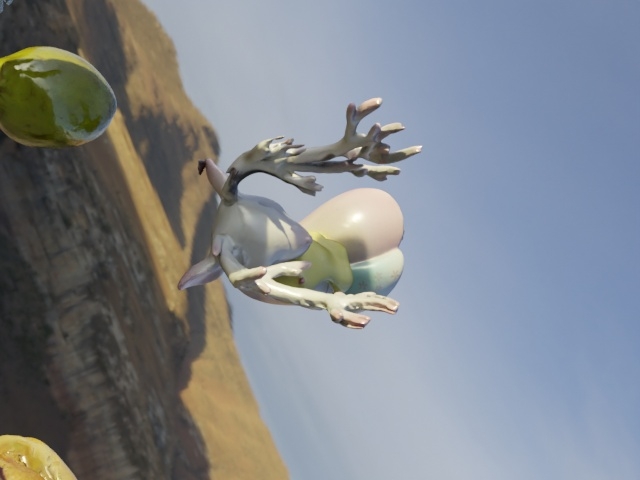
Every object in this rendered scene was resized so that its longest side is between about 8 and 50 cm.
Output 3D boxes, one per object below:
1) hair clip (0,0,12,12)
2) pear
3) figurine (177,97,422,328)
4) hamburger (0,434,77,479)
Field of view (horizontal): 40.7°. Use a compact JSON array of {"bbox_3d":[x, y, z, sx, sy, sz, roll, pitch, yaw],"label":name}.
[{"bbox_3d":[-0.460,-0.361,1.194,0.039,0.030,0.115,16,36,-58],"label":"hair clip"},{"bbox_3d":[-0.269,-0.139,0.856,0.131,0.107,0.107,8,49,-54],"label":"pear"},{"bbox_3d":[-0.004,-0.013,0.912,0.315,0.284,0.207,7,81,-60],"label":"figurine"},{"bbox_3d":[-0.352,0.380,0.958,0.304,0.284,0.174,54,27,10],"label":"hamburger"}]
